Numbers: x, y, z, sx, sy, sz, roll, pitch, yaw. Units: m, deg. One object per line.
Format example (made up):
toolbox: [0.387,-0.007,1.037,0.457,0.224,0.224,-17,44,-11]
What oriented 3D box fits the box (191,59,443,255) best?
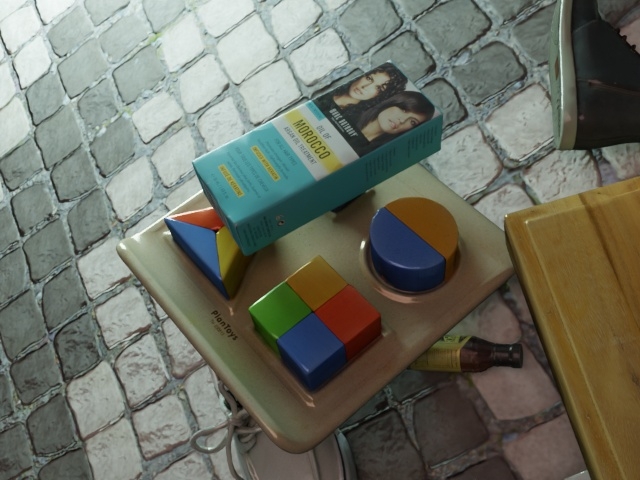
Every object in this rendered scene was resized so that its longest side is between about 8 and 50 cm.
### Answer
box: [0.000,-0.089,0.747,0.244,0.060,0.100,-30,60,-12]

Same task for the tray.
tray: [0.311,0.132,0.582,0.203,0.076,0.410,-16,58,8]

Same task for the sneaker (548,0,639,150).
sneaker: [0.316,-0.197,0.779,0.118,0.083,0.221,2,73,9]

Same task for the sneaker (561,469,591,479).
sneaker: [0.349,0.253,0.613,0.293,0.108,0.169,-22,65,16]

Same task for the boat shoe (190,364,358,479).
boat shoe: [-0.071,0.175,0.791,0.136,0.156,0.366,-24,68,19]

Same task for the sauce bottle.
sauce bottle: [0.153,0.123,0.774,0.128,0.042,0.042,-2,75,21]

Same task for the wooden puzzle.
wooden puzzle: [0.000,0.000,0.767,0.348,0.080,0.322,-35,60,-21]
